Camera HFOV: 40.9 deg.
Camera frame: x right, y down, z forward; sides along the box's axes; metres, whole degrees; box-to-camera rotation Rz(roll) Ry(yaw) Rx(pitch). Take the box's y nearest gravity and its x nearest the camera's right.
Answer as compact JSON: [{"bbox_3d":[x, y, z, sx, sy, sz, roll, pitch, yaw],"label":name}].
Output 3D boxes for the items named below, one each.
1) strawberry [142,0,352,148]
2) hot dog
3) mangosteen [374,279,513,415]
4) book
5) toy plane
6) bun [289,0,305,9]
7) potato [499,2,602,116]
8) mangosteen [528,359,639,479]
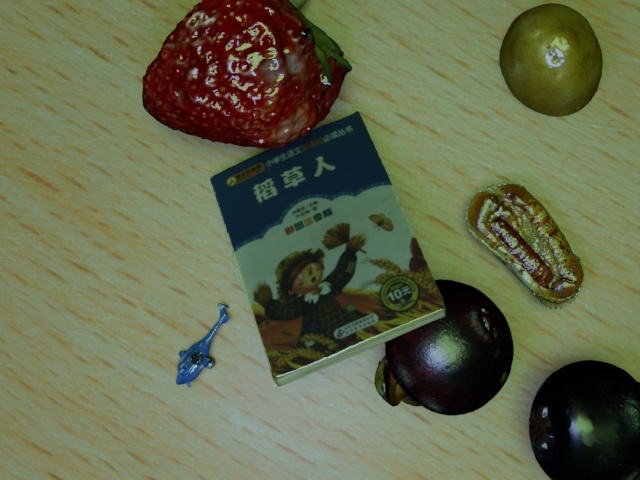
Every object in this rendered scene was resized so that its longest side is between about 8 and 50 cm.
[{"bbox_3d":[-0.126,-0.271,1.452,0.292,0.292,0.310,41,94,5],"label":"strawberry"},{"bbox_3d":[0.363,0.006,1.510,0.131,0.069,0.253,-39,87,0],"label":"hot dog"},{"bbox_3d":[0.195,0.189,1.454,0.265,0.228,0.228,-35,85,35],"label":"mangosteen"},{"bbox_3d":[0.000,0.000,1.453,0.300,0.039,0.428,-24,59,5],"label":"book"},{"bbox_3d":[-0.214,0.190,1.553,0.062,0.054,0.167,35,90,30],"label":"toy plane"},{"bbox_3d":[-0.107,-0.481,1.550,0.183,0.102,0.183,0,84,4],"label":"bun"},{"bbox_3d":[0.408,-0.323,1.485,0.178,0.158,0.204,-3,91,5],"label":"potato"},{"bbox_3d":[0.461,0.313,1.425,0.243,0.243,0.243,0,87,4],"label":"mangosteen"}]
